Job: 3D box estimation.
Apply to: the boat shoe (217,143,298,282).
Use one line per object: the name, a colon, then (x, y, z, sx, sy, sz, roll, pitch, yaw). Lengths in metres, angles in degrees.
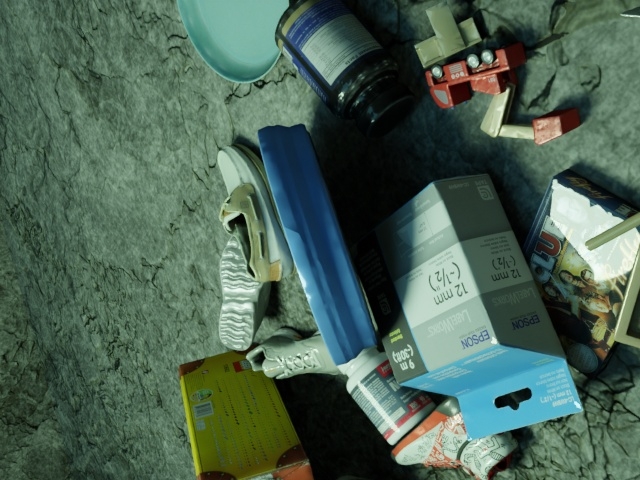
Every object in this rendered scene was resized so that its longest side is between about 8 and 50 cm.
boat shoe: (-0.137, -0.058, 1.406, 0.302, 0.103, 0.113, 60, 154, 25)

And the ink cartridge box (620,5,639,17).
ink cartridge box: (0.406, -0.187, 0.731, 0.198, 0.115, 0.067, 28, 130, 38)

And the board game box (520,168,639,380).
board game box: (0.346, 0.049, 0.989, 0.165, 0.042, 0.243, 37, 134, 31)

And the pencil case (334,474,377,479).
pencil case: (0.173, 0.556, 1.371, 0.410, 0.160, 0.183, -9, 88, 51)

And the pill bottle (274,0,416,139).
pill bottle: (0.039, -0.260, 1.108, 0.219, 0.123, 0.123, 52, 140, 15)

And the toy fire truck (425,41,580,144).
toy fire truck: (0.235, -0.188, 0.983, 0.192, 0.047, 0.135, -4, 108, 51)

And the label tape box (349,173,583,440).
label tape box: (0.195, 0.114, 1.075, 0.249, 0.115, 0.347, -40, 63, 55)

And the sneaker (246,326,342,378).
sneaker: (-0.045, 0.240, 1.482, 0.262, 0.121, 0.099, -9, 104, 51)

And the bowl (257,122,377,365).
bowl: (0.000, 0.000, 1.165, 0.391, 0.077, 0.391, -19, -90, -88)

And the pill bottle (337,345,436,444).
pill bottle: (0.111, 0.262, 1.325, 0.180, 0.108, 0.108, 49, 139, 18)

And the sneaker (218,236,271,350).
sneaker: (-0.150, 0.080, 1.532, 0.105, 0.115, 0.281, 17, 108, 7)

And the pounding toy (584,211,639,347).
pounding toy: (0.391, 0.015, 0.822, 0.181, 0.094, 0.206, 16, 120, 22)

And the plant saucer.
plant saucer: (-0.149, -0.436, 1.292, 0.318, 0.044, 0.317, 25, 127, 38)

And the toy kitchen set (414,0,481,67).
toy kitchen set: (0.168, -0.286, 1.020, 0.083, 0.075, 0.068, -23, 97, 12)

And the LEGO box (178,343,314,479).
LEGO box: (-0.137, 0.492, 1.499, 0.500, 0.193, 0.372, -133, 30, -68)

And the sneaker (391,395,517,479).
sneaker: (0.226, 0.364, 1.263, 0.145, 0.090, 0.270, 50, 139, 18)
